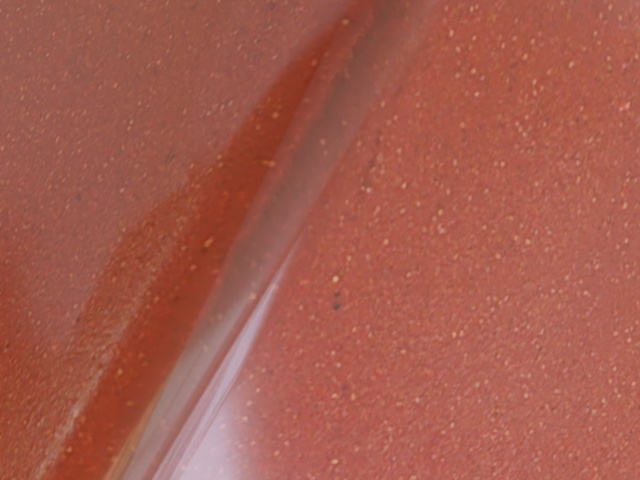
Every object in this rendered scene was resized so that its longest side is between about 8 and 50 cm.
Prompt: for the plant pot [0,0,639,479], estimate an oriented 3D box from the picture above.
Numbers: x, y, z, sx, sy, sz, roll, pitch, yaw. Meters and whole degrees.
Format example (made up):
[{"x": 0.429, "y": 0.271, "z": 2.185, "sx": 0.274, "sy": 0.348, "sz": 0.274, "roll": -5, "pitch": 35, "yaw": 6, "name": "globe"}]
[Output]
[{"x": 0.000, "y": 0.000, "z": 0.499, "sx": 0.267, "sy": 0.267, "sz": 0.235, "roll": 46, "pitch": -67, "yaw": 47, "name": "plant pot"}]
